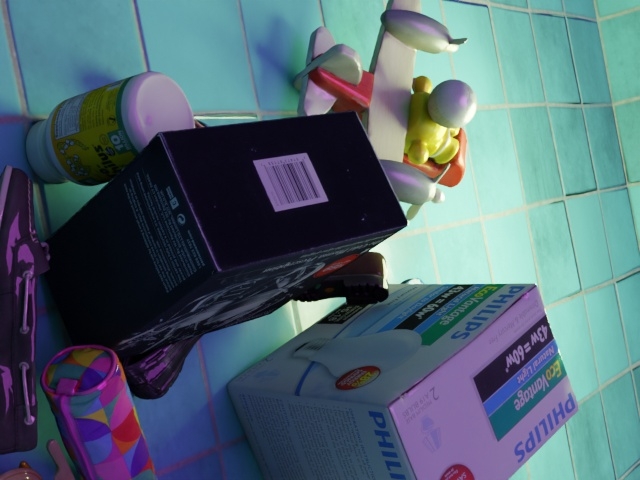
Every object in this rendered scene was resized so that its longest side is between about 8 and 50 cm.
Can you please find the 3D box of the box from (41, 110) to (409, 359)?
[{"bbox_3d":[-0.124,-0.004,1.417,0.343,0.312,0.179,-14,75,-46],"label":"box"}]

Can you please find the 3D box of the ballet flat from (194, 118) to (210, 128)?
[{"bbox_3d":[-0.206,-0.163,1.643,0.206,0.073,0.067,35,82,-43],"label":"ballet flat"}]

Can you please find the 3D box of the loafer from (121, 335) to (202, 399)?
[{"bbox_3d":[-0.207,0.118,1.544,0.223,0.076,0.078,-62,140,-37],"label":"loafer"}]

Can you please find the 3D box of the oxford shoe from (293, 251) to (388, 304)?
[{"bbox_3d":[-0.005,0.044,1.761,0.083,0.227,0.096,100,-6,-59],"label":"oxford shoe"}]

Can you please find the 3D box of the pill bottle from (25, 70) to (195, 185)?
[{"bbox_3d":[-0.271,-0.133,1.399,0.118,0.208,0.117,21,64,-51],"label":"pill bottle"}]

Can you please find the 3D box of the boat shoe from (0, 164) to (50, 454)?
[{"bbox_3d":[-0.357,0.083,1.291,0.096,0.112,0.335,11,77,-22],"label":"boat shoe"}]

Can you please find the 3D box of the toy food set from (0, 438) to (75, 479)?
[{"bbox_3d":[-0.368,0.316,1.268,0.192,0.038,0.132,-44,144,-35],"label":"toy food set"}]

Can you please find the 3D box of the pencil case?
[{"bbox_3d":[-0.267,0.240,1.358,0.104,0.104,0.236,-54,142,-47],"label":"pencil case"}]

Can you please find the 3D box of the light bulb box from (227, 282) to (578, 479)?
[{"bbox_3d":[0.124,0.238,1.670,0.358,0.361,0.225,-33,109,-37],"label":"light bulb box"}]

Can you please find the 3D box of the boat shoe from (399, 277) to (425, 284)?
[{"bbox_3d":[0.112,0.160,1.988,0.109,0.089,0.258,56,45,-16],"label":"boat shoe"}]

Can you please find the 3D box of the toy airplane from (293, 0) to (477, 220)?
[{"bbox_3d":[0.140,-0.239,1.963,0.384,0.272,0.386,-31,107,-53],"label":"toy airplane"}]
